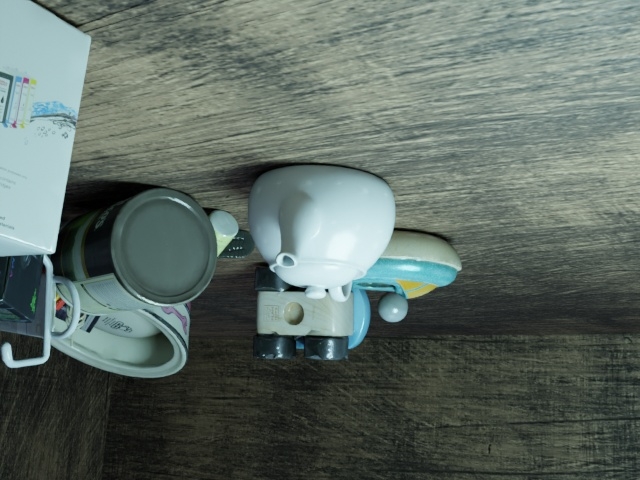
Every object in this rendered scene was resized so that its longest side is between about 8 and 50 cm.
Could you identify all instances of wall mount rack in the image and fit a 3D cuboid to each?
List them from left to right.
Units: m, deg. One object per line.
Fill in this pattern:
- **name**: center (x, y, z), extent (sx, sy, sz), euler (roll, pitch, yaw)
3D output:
- **wall mount rack**: center (-0.585, 0.066, 1.554), extent (0.350, 0.304, 0.130), euler (1, -179, 38)

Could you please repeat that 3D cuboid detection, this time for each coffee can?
- **coffee can**: center (-0.342, 0.028, 1.538), extent (0.201, 0.202, 0.275), euler (13, 164, -37)

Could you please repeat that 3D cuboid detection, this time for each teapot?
- **teapot**: center (0.000, 0.000, 1.356), extent (0.256, 0.187, 0.252), euler (9, 167, -28)

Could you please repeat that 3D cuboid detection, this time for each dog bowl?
- **dog bowl**: center (-0.494, 0.168, 2.064), extent (0.407, 0.150, 0.408), euler (10, 145, 7)

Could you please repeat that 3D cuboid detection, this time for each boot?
- **boot**: center (-0.250, 0.012, 1.758), extent (0.197, 0.077, 0.137), euler (10, 171, -22)

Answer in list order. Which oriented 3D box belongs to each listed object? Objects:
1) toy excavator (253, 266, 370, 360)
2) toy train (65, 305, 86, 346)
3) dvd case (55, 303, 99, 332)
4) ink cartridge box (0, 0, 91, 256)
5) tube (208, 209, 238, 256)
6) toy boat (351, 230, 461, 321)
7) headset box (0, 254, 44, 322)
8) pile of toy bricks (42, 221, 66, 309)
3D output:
- **toy excavator**: center (-0.036, 0.186, 2.230), extent (0.432, 0.223, 0.445), euler (-2, 175, 28)
- **toy train**: center (-0.448, 0.086, 1.740), extent (0.143, 0.248, 0.105), euler (-12, 161, 37)
- **dvd case**: center (-0.585, 0.120, 1.883), extent (0.221, 0.018, 0.164), euler (28, 141, -13)
- **ink cartridge box**: center (-0.355, -0.115, 0.822), extent (0.171, 0.233, 0.168), euler (-4, 164, 32)
- **tube**: center (-0.239, 0.034, 1.639), extent (0.240, 0.070, 0.062), euler (-44, 174, 39)
- **toy boat**: center (0.149, 0.075, 1.744), extent (0.267, 0.148, 0.318), euler (2, 167, 6)
- **headset box**: center (-0.501, -0.011, 1.299), extent (0.131, 0.247, 0.283), euler (6, 167, -8)
- **pile of toy bricks**: center (-0.538, 0.025, 1.675), extent (0.118, 0.212, 0.105), euler (-46, 136, 15)
